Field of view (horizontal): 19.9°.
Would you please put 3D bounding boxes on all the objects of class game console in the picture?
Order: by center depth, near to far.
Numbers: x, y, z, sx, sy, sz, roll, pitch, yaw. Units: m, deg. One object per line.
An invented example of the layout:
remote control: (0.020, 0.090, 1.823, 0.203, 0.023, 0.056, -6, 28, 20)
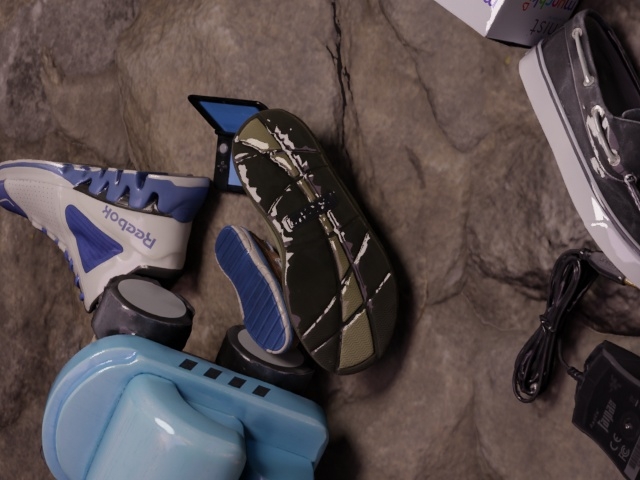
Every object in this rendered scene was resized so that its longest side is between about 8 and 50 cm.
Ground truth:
game console: (-0.092, -0.105, 2.048, 0.122, 0.071, 0.107, 10, 95, 42)

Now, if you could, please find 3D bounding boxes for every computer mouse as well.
computer mouse: (0.297, 0.118, 1.711, 0.262, 0.060, 0.184, 37, 117, 48)

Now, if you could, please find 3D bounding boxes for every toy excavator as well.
toy excavator: (-0.082, 0.275, 1.864, 0.445, 0.433, 0.222, -96, 30, -67)

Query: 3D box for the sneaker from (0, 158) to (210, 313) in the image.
sneaker: (-0.272, 0.000, 2.167, 0.315, 0.127, 0.182, 7, 91, 40)

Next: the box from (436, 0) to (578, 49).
box: (0.163, -0.352, 1.796, 0.262, 0.126, 0.231, 43, 114, 33)

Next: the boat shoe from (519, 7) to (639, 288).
boat shoe: (0.290, -0.082, 1.695, 0.102, 0.108, 0.301, -42, 56, 34)

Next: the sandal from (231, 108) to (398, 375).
sandal: (0.001, -0.002, 1.954, 0.120, 0.086, 0.303, -22, 75, 3)

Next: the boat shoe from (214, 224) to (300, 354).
boat shoe: (-0.053, 0.052, 1.997, 0.066, 0.066, 0.183, -55, 43, 31)
